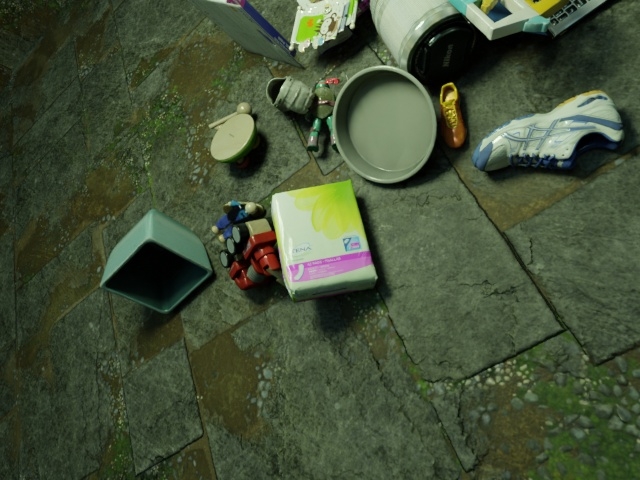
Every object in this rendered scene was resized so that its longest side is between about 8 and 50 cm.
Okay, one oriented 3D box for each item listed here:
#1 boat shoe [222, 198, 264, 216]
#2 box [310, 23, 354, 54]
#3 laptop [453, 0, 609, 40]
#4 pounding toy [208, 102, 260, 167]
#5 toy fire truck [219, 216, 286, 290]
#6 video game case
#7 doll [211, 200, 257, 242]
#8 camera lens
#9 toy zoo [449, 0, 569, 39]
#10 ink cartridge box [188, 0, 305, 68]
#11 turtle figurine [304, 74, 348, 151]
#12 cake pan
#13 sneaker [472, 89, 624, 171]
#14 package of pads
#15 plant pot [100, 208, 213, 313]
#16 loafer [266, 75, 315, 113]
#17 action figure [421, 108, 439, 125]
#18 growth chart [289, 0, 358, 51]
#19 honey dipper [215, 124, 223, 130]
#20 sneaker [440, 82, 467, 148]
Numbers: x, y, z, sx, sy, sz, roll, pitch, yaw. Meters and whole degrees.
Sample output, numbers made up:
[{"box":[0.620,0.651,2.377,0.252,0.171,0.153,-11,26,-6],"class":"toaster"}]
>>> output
[{"box":[-0.245,-0.111,1.419,0.152,0.056,0.049,5,42,22],"class":"boat shoe"},{"box":[0.027,-0.700,1.417,0.126,0.072,0.137,-23,65,26],"class":"box"},{"box":[0.478,-0.687,1.020,0.408,0.236,0.382,-33,61,24],"class":"laptop"},{"box":[-0.270,-0.337,1.483,0.183,0.110,0.237,-31,51,16],"class":"pounding toy"},{"box":[-0.152,0.083,1.245,0.246,0.158,0.217,62,143,19],"class":"toy fire truck"},{"box":[0.059,-0.751,1.342,0.232,0.042,0.210,-35,61,17],"class":"video game case"},{"box":[-0.263,-0.063,1.395,0.189,0.046,0.129,-36,93,33],"class":"doll"},{"box":[0.267,-0.561,1.127,0.219,0.219,0.274,-32,60,21],"class":"camera lens"},{"box":[0.384,-0.533,0.931,0.192,0.030,0.293,-27,64,-5],"class":"toy zoo"},{"box":[-0.235,-0.708,1.433,0.330,0.324,0.071,31,94,35],"class":"ink cartridge box"},{"box":[0.015,-0.387,1.307,0.175,0.118,0.234,-4,79,32],"class":"turtle figurine"},{"box":[0.166,-0.295,1.128,0.293,0.054,0.293,16,120,30],"class":"cake pan"},{"box":[0.483,-0.204,0.944,0.296,0.112,0.131,-22,65,26],"class":"sneaker"},{"box":[0.000,0.000,1.143,0.229,0.101,0.297,-10,65,-4],"class":"package of pads"},{"box":[-0.538,0.043,1.457,0.248,0.247,0.252,-40,41,16],"class":"plant pot"},{"box":[-0.113,-0.460,1.350,0.112,0.111,0.319,-64,26,8],"class":"loafer"},{"box":[0.172,-0.357,1.202,0.139,0.091,0.280,-45,56,2],"class":"action figure"},{"box":[0.011,-0.658,1.307,0.237,0.021,0.172,-3,77,30],"class":"growth chart"},{"box":[-0.321,-0.388,1.569,0.160,0.030,0.030,28,91,34],"class":"honey dipper"},{"box":[0.327,-0.314,1.106,0.064,0.067,0.175,-14,70,27],"class":"sneaker"}]
